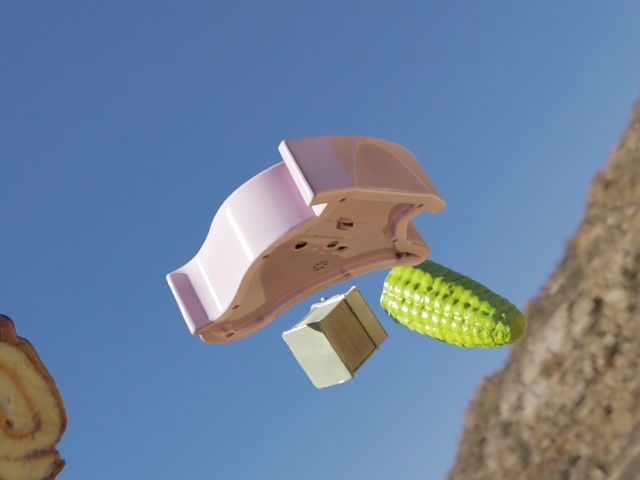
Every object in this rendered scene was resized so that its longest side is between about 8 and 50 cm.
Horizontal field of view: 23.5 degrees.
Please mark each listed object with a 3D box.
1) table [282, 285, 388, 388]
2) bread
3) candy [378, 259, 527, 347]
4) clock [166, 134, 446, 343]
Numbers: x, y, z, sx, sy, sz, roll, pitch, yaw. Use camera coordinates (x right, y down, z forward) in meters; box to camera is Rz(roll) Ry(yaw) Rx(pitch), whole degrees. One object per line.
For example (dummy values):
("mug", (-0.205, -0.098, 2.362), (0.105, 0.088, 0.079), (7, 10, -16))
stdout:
("table", (0.017, 0.108, 1.732), (0.062, 0.079, 0.083), (-21, 16, 46))
("bread", (-0.443, 0.249, 2.088), (0.190, 0.244, 0.123), (-32, -2, -23))
("candy", (0.173, 0.086, 1.944), (0.097, 0.209, 0.096), (-19, -63, -41))
("clock", (0.000, 0.000, 1.663), (0.290, 0.080, 0.275), (0, -36, -48))
